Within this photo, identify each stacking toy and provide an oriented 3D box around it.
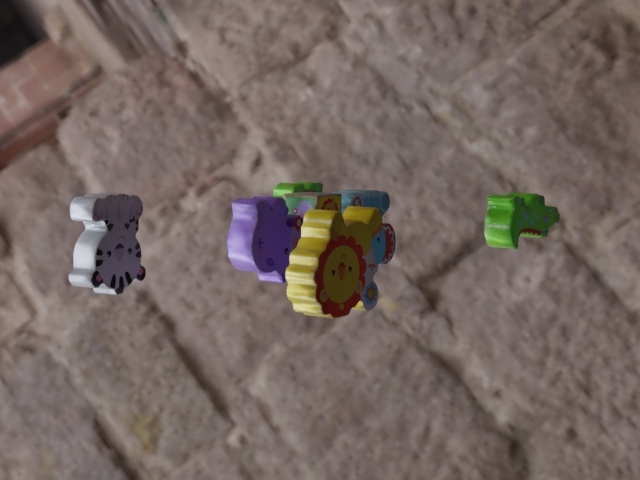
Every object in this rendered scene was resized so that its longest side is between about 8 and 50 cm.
[{"bbox_3d":[0.000,0.000,0.711,0.167,0.221,0.052,5,98,37],"label":"stacking toy"}]
